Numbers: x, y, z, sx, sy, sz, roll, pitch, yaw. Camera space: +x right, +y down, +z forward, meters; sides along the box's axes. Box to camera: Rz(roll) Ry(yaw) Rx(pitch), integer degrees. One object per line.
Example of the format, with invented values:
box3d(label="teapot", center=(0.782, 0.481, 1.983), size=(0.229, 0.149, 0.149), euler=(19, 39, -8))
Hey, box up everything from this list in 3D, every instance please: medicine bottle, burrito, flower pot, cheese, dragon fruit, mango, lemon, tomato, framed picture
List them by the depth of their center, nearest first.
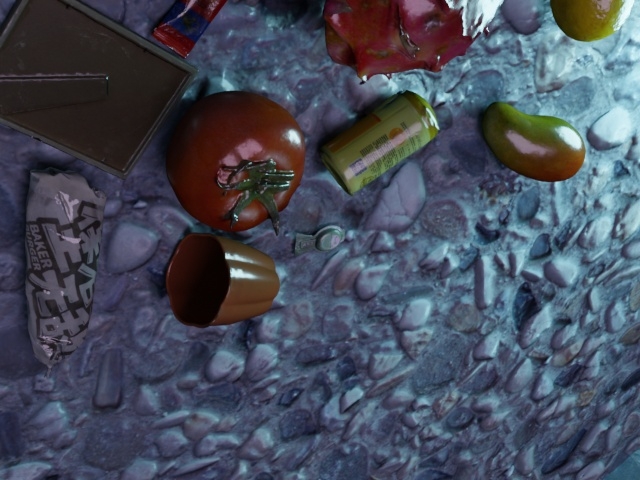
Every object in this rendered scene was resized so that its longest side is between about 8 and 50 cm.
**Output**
box3d(label="framed picture", center=(-0.399, -0.262, 1.644), size=(0.335, 0.022, 0.247), euler=(25, 107, -41))
box3d(label="dragon fruit", center=(0.174, -0.430, 1.645), size=(0.386, 0.249, 0.371), euler=(-50, 159, -44))
box3d(label="tomato", center=(-0.152, -0.142, 1.745), size=(0.255, 0.224, 0.256), euler=(-20, 132, -24))
box3d(label="burrito", center=(-0.471, 0.067, 1.784), size=(0.139, 0.101, 0.446), euler=(-10, 125, -32))
box3d(label="flower pot", center=(-0.181, 0.080, 1.930), size=(0.173, 0.190, 0.191), euler=(5, 119, -47))
box3d(label="medicine bottle", center=(0.121, -0.201, 1.948), size=(0.239, 0.124, 0.124), euler=(-36, 133, -6))
box3d(label="lemon", center=(0.548, -0.504, 1.965), size=(0.170, 0.170, 0.207), euler=(-19, 122, -20))
box3d(label="cheese", center=(0.000, 0.000, 2.077), size=(0.120, 0.026, 0.067), euler=(-12, 126, -25))
box3d(label="mango", center=(0.472, -0.209, 2.157), size=(0.289, 0.129, 0.146), euler=(10, 118, -27))

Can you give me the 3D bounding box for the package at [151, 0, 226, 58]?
box3d(label="package", center=(-0.201, -0.408, 1.663), size=(0.083, 0.022, 0.200), euler=(31, 101, -42))
